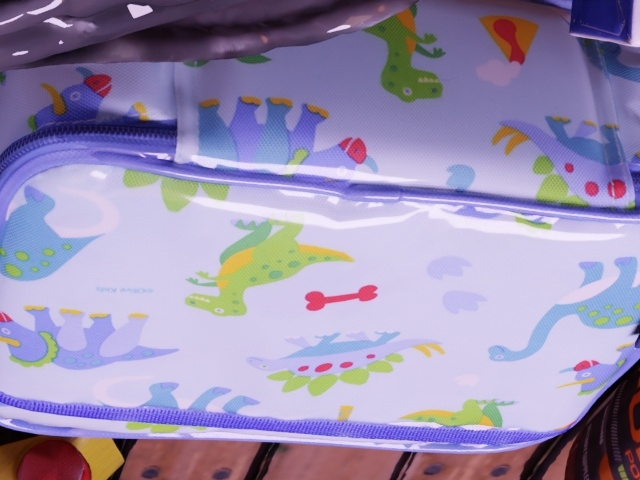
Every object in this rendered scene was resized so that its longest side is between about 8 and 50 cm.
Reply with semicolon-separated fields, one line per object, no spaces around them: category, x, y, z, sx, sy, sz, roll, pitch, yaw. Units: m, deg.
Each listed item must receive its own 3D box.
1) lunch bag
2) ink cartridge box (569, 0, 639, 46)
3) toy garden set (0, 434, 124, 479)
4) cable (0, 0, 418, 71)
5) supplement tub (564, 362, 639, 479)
lunch bag;0.000;0.000;0.548;0.219;0.090;0.176;6;148;-17
ink cartridge box;0.167;-0.091;0.423;0.207;0.097;0.046;0;-171;-11
toy garden set;-0.171;0.141;0.777;0.244;0.049;0.204;-9;149;6
cable;-0.067;-0.068;0.370;0.287;0.072;0.139;-21;164;-19
supplement tub;0.173;0.060;0.654;0.106;0.106;0.198;6;145;-18
